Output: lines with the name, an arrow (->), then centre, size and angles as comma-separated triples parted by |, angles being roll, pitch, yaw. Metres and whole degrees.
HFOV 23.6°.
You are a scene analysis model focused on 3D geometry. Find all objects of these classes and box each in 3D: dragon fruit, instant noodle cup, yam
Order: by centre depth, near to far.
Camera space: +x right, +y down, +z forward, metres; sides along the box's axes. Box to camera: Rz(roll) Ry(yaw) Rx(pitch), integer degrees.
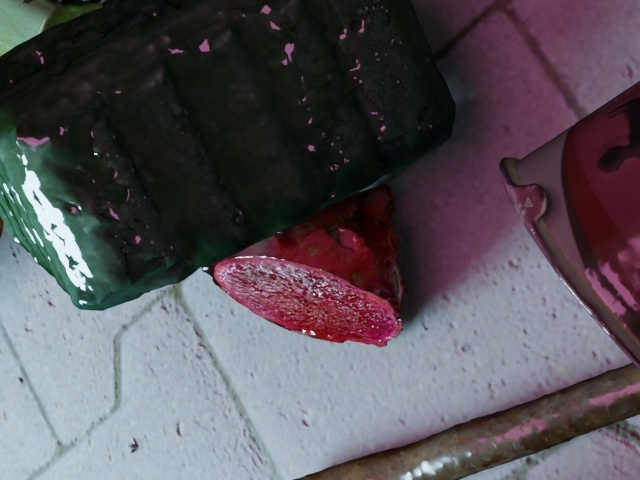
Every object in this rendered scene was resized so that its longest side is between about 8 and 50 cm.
instant noodle cup -> 0.245, -0.013, 0.907 | 0.178, 0.234, 0.235 | -41, 68, 15
yam -> 0.109, 0.147, 1.087 | 0.326, 0.045, 0.045 | -24, 35, 28
dragon fruit -> 0.000, 0.000, 1.122 | 0.153, 0.153, 0.111 | 1, 60, 33

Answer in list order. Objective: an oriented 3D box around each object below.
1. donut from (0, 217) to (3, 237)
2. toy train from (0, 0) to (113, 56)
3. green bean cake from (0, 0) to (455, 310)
donut -> -0.407, -0.017, 1.360 | 0.277, 0.108, 0.278 | -17, 59, 31
toy train -> -0.295, -0.245, 1.308 | 0.307, 0.126, 0.190 | 33, 107, 29
green bean cake -> -0.098, -0.102, 1.108 | 0.169, 0.300, 0.308 | 66, 165, -18
